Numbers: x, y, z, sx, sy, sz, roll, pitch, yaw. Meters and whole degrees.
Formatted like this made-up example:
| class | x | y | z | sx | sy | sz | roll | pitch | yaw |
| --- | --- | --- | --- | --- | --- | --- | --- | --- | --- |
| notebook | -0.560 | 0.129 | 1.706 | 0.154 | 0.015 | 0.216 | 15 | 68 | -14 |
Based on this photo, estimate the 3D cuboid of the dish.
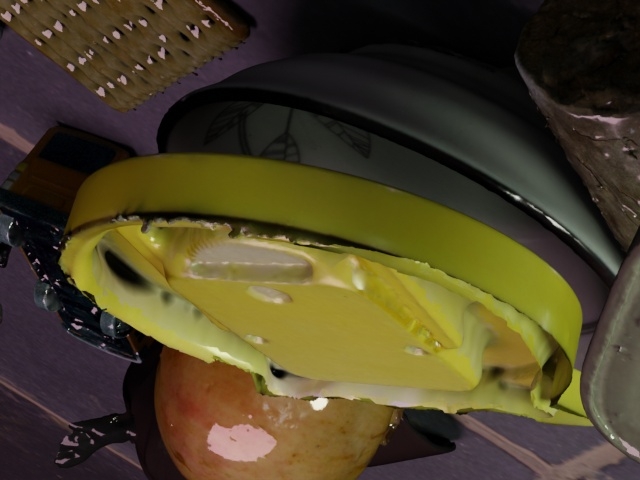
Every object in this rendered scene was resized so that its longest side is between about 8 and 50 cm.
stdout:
| class | x | y | z | sx | sy | sz | roll | pitch | yaw |
| --- | --- | --- | --- | --- | --- | --- | --- | --- | --- |
| dish | 0.067 | -0.027 | 1.070 | 0.316 | 0.106 | 0.316 | 25 | 160 | 10 |

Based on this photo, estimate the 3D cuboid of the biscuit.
| class | x | y | z | sx | sy | sz | roll | pitch | yaw |
| --- | --- | --- | --- | --- | --- | --- | --- | --- | --- |
| biscuit | -0.136 | -0.144 | 1.200 | 0.139 | 0.016 | 0.231 | 39 | 157 | -16 |

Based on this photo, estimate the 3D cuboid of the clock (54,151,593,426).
| class | x | y | z | sx | sy | sz | roll | pitch | yaw |
| --- | --- | --- | --- | --- | --- | --- | --- | --- | --- |
| clock | 0.004 | 0.020 | 1.004 | 0.277 | 0.071 | 0.293 | 5 | 160 | 25 |

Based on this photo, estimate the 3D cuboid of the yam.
| class | x | y | z | sx | sy | sz | roll | pitch | yaw |
| --- | --- | --- | --- | --- | --- | --- | --- | --- | --- |
| yam | 0.171 | -0.042 | 0.903 | 0.107 | 0.107 | 0.183 | 8 | 148 | 46 |

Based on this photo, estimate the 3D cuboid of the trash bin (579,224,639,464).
| class | x | y | z | sx | sy | sz | roll | pitch | yaw |
| --- | --- | --- | --- | --- | --- | --- | --- | --- | --- |
| trash bin | 0.220 | -0.027 | 0.659 | 0.220 | 0.250 | 0.219 | 26 | 152 | 13 |

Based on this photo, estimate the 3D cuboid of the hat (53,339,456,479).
| class | x | y | z | sx | sy | sz | roll | pitch | yaw |
| --- | --- | --- | --- | --- | --- | --- | --- | --- | --- |
| hat | -0.064 | 0.193 | 1.593 | 0.336 | 0.209 | 0.238 | 2 | 141 | 50 |

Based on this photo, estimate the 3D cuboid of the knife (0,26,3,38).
| class | x | y | z | sx | sy | sz | roll | pitch | yaw |
| --- | --- | --- | --- | --- | --- | --- | --- | --- | --- |
| knife | -0.287 | -0.205 | 1.268 | 0.028 | 0.015 | 0.210 | 14 | 154 | 52 |

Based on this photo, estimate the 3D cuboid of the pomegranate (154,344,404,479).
| class | x | y | z | sx | sy | sz | roll | pitch | yaw |
| --- | --- | --- | --- | --- | --- | --- | --- | --- | --- |
| pomegranate | -0.032 | 0.111 | 1.402 | 0.191 | 0.191 | 0.191 | 27 | 159 | 11 |

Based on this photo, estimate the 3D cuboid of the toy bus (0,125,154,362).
| class | x | y | z | sx | sy | sz | roll | pitch | yaw |
| --- | --- | --- | --- | --- | --- | --- | --- | --- | --- |
| toy bus | -0.174 | 0.004 | 1.460 | 0.091 | 0.103 | 0.182 | 20 | 151 | 28 |

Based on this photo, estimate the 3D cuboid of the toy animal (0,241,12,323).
| class | x | y | z | sx | sy | sz | roll | pitch | yaw |
| --- | --- | --- | --- | --- | --- | --- | --- | --- | --- |
| toy animal | -0.347 | -0.012 | 1.666 | 0.202 | 0.105 | 0.070 | 31 | -164 | -17 |
